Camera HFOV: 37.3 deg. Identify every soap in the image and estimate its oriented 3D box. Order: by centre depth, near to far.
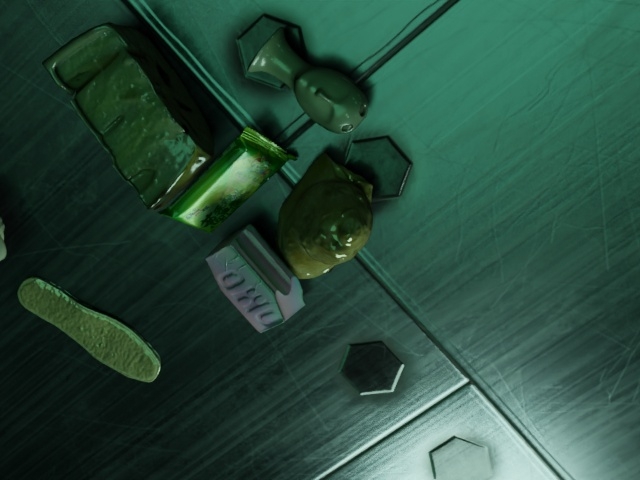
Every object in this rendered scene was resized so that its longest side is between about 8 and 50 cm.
[{"bbox_3d":[-0.089,0.059,1.320,0.149,0.056,0.100,50,141,-12],"label":"soap"}]

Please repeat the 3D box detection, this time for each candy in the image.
[{"bbox_3d":[-0.125,-0.076,1.272,0.178,0.102,0.032,-41,57,20],"label":"candy"}]

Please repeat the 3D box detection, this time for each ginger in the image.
[{"bbox_3d":[-0.002,0.001,1.270,0.115,0.123,0.193,24,124,-13],"label":"ginger"}]

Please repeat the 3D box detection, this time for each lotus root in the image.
[{"bbox_3d":[-0.236,-0.167,1.226,0.119,0.138,0.235,-33,103,15],"label":"lotus root"}]

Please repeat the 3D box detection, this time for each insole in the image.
[{"bbox_3d":[-0.350,0.135,1.440,0.247,0.011,0.081,33,115,-4],"label":"insole"}]

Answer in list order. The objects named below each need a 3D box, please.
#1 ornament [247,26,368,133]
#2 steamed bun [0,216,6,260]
[{"bbox_3d":[-0.010,-0.196,1.204,0.156,0.081,0.075,38,99,-2],"label":"ornament"},{"bbox_3d":[-0.532,-0.008,1.363,0.182,0.106,0.183,4,111,12],"label":"steamed bun"}]
